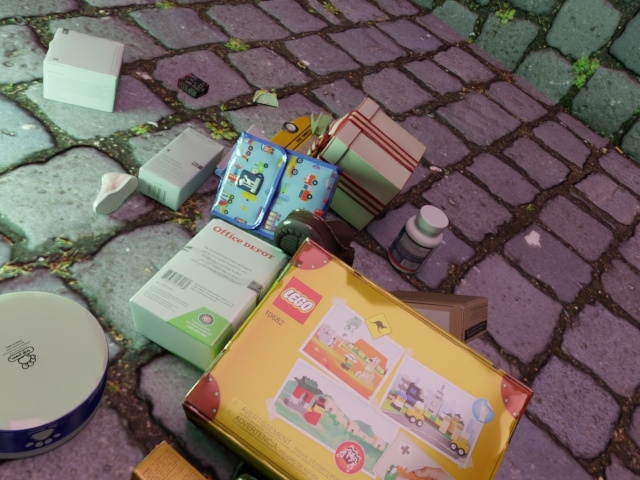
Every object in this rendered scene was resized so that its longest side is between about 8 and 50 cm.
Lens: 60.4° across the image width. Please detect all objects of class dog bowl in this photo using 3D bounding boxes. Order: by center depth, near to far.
[{"bbox_3d":[-0.500,0.220,0.930,0.264,0.104,0.265,14,44,-14],"label":"dog bowl"}]

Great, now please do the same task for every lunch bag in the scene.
[{"bbox_3d":[-0.121,-0.127,1.375,0.293,0.221,0.138,21,6,4],"label":"lunch bag"}]

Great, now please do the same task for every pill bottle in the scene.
[{"bbox_3d":[0.264,-0.005,1.477,0.107,0.180,0.108,14,44,-14],"label":"pill bottle"}]

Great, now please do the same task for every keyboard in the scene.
[{"bbox_3d":[-0.218,-0.251,1.578,0.072,0.014,0.256,43,40,-15],"label":"keyboard"}]

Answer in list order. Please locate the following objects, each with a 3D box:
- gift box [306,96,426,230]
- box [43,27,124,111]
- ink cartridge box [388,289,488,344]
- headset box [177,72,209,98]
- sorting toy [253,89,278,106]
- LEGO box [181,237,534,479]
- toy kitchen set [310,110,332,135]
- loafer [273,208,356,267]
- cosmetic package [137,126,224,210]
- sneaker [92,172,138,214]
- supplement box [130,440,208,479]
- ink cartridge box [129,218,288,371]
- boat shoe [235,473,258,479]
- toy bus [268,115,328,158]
[{"bbox_3d":[0.093,-0.204,1.540,0.258,0.276,0.255,39,44,-4],"label":"gift box"},{"bbox_3d":[-0.647,-0.469,1.514,0.181,0.119,0.181,9,46,-19],"label":"box"},{"bbox_3d":[0.234,0.168,1.232,0.234,0.088,0.193,2,3,32],"label":"ink cartridge box"},{"bbox_3d":[-0.401,-0.486,1.718,0.083,0.032,0.062,34,42,8],"label":"headset box"},{"bbox_3d":[-0.183,-0.482,1.826,0.083,0.045,0.075,7,27,-21],"label":"sorting toy"},{"bbox_3d":[0.064,0.298,0.997,0.500,0.193,0.372,34,63,7],"label":"LEGO box"},{"bbox_3d":[0.017,-0.356,1.614,0.068,0.075,0.083,12,45,-20],"label":"toy kitchen set"},{"bbox_3d":[0.000,0.000,1.223,0.133,0.366,0.130,24,78,16],"label":"loafer"},{"bbox_3d":[-0.355,-0.189,1.416,0.117,0.086,0.231,28,44,0],"label":"cosmetic package"},{"bbox_3d":[-0.501,-0.114,1.299,0.070,0.051,0.134,21,50,20],"label":"sneaker"},{"bbox_3d":[-0.201,0.437,0.891,0.233,0.078,0.080,37,43,9],"label":"supplement box"},{"bbox_3d":[-0.219,0.106,1.132,0.198,0.115,0.273,26,48,14],"label":"ink cartridge box"},{"bbox_3d":[-0.073,0.464,0.935,0.183,0.066,0.066,43,23,-2],"label":"boat shoe"},{"bbox_3d":[-0.097,-0.238,1.576,0.130,0.108,0.333,32,42,3],"label":"toy bus"}]
